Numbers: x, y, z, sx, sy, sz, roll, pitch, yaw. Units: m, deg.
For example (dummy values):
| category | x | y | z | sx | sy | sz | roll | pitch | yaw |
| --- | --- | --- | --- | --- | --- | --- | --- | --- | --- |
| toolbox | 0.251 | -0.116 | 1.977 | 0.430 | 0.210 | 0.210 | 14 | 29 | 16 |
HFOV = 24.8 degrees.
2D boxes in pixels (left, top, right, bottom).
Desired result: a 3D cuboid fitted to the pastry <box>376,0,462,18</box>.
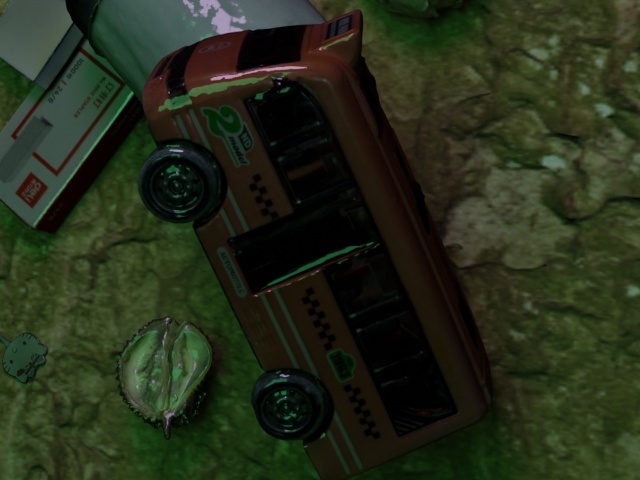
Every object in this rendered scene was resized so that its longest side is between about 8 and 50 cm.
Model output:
| category | x | y | z | sx | sy | sz | roll | pitch | yaw |
| --- | --- | --- | --- | --- | --- | --- | --- | --- | --- |
| pastry | 0.105 | -0.320 | 1.573 | 0.166 | 0.088 | 0.165 | -5 | 76 | 20 |

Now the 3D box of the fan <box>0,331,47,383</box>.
| category | x | y | z | sx | sy | sz | roll | pitch | yaw |
| --- | --- | --- | --- | --- | --- | --- | --- | --- | --- |
| fan | -0.356 | 0.127 | 1.699 | 0.083 | 0.004 | 0.056 | 38 | 94 | 23 |

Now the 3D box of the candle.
| category | x | y | z | sx | sy | sz | roll | pitch | yaw |
| --- | --- | --- | --- | --- | --- | --- | --- | --- | --- |
| candle | -0.112 | -0.217 | 1.563 | 0.221 | 0.221 | 0.342 | -44 | 71 | 7 |

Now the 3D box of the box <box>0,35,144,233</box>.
| category | x | y | z | sx | sy | sz | roll | pitch | yaw |
| --- | --- | --- | --- | --- | --- | --- | --- | --- | --- |
| box | -0.296 | -0.132 | 1.703 | 0.123 | 0.050 | 0.229 | 40 | 95 | 22 |

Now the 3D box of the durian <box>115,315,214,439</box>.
| category | x | y | z | sx | sy | sz | roll | pitch | yaw |
| --- | --- | --- | --- | --- | --- | --- | --- | --- | --- |
| durian | -0.161 | 0.158 | 1.586 | 0.111 | 0.071 | 0.140 | -11 | 63 | 13 |

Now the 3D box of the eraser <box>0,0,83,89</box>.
| category | x | y | z | sx | sy | sz | roll | pitch | yaw |
| --- | --- | --- | --- | --- | --- | --- | --- | --- | --- |
| eraser | -0.338 | -0.247 | 1.725 | 0.150 | 0.023 | 0.103 | 35 | 92 | 46 |

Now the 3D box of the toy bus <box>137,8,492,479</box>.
| category | x | y | z | sx | sy | sz | roll | pitch | yaw |
| --- | --- | --- | --- | --- | --- | --- | --- | --- | --- |
| toy bus | 0.000 | 0.000 | 1.391 | 0.233 | 0.203 | 0.426 | -21 | 109 | 10 |
